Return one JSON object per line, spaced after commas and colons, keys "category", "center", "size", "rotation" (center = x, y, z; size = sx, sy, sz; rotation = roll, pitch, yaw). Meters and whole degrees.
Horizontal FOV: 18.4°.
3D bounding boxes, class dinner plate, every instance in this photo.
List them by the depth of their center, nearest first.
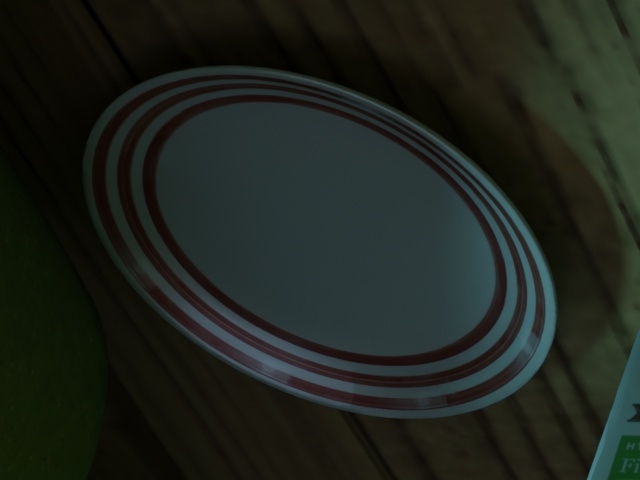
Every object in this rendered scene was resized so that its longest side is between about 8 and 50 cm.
{"category": "dinner plate", "center": [0.000, 0.000, 0.555], "size": [0.141, 0.017, 0.141], "rotation": [15, 141, 13]}

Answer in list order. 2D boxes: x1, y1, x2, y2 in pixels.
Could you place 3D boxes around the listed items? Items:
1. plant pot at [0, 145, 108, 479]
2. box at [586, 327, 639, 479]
{"category": "plant pot", "center": [-0.197, -0.004, 0.497], "size": [0.275, 0.275, 0.293], "rotation": [-9, 147, 37]}
{"category": "box", "center": [0.132, 0.086, 0.523], "size": [0.101, 0.087, 0.102], "rotation": [1, 136, 29]}
